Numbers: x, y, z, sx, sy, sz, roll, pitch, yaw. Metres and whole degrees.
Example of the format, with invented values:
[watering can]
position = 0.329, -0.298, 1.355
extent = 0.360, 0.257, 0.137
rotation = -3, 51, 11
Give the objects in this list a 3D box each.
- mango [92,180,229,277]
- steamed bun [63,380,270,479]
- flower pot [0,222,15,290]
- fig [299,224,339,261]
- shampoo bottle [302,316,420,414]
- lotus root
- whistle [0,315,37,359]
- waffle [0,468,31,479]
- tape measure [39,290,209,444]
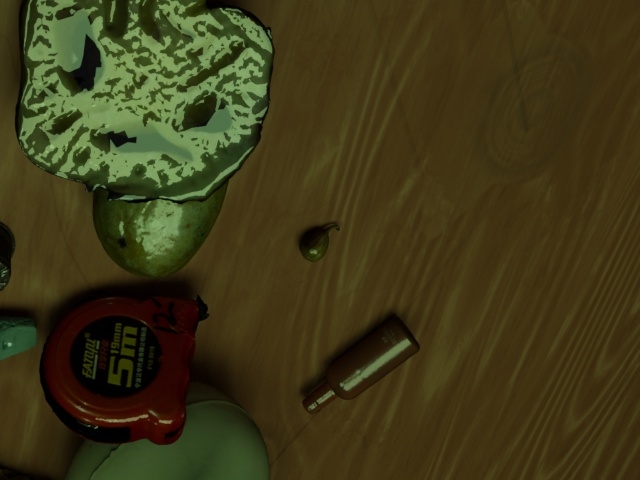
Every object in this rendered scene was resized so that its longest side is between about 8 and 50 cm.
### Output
[mango]
position = -0.229, -0.104, 1.834
extent = 0.176, 0.176, 0.329
rotation = 15, 99, -59
[steamed bun]
position = -0.265, 0.422, 2.098
extent = 0.374, 0.334, 0.334
rotation = -42, 132, -6
[flower pot]
position = -0.510, 0.035, 1.842
extent = 0.111, 0.089, 0.111
rotation = -13, 129, -17
[fig]
position = 0.000, 0.000, 2.092
extent = 0.083, 0.050, 0.050
rotation = -41, 134, -15
[shampoo bottle]
position = 0.069, 0.242, 2.285
extent = 0.244, 0.085, 0.085
rotation = -38, 132, 8
[lotus root]
position = -0.249, -0.227, 1.671
extent = 0.375, 0.111, 0.390
rotation = -35, 111, -6
[whistle]
position = -0.582, 0.165, 1.912
extent = 0.274, 0.093, 0.186
rotation = -8, 128, -24
[waffle]
position = -0.551, 0.508, 2.073
extent = 0.151, 0.261, 0.324
rotation = -40, 129, 18
[tape measure]
position = -0.319, 0.202, 1.968
extent = 0.260, 0.253, 0.114
rotation = 6, 148, -5
